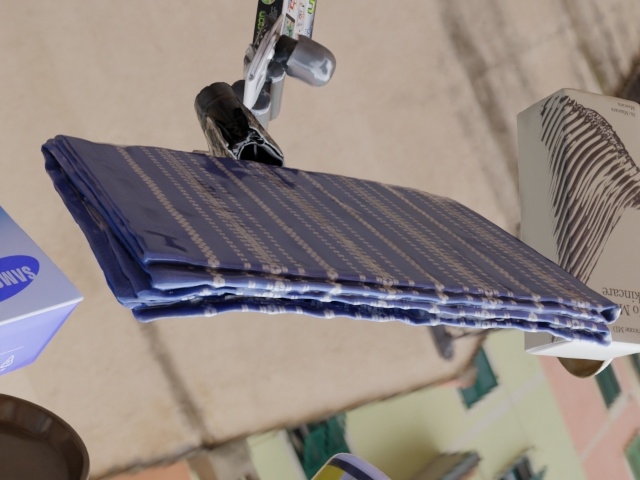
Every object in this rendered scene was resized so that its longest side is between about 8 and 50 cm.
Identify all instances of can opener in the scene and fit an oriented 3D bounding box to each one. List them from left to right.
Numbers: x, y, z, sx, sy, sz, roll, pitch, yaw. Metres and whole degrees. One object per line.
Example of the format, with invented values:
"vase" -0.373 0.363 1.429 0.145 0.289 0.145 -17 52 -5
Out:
"can opener" -0.044 -0.150 1.198 0.283 0.095 0.076 113 1 -79

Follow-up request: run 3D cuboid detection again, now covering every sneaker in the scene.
"sneaker" -0.061 -0.067 0.958 0.051 0.089 0.170 -32 146 -5

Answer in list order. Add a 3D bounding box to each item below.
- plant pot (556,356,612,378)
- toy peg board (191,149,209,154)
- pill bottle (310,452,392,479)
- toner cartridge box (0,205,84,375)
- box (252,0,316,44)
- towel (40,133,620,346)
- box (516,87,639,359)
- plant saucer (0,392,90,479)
"plant pot" 0.323 0.050 1.417 0.032 0.237 0.236 -2 -176 -11
"toy peg board" -0.144 -0.045 1.755 0.079 0.161 0.160 26 -167 26
"pill bottle" -0.006 0.273 0.955 0.184 0.103 0.103 -46 -164 -22
"toner cartridge box" -0.312 0.032 0.701 0.075 0.165 0.348 -49 169 21
"box" -0.037 -0.321 1.457 0.036 0.207 0.114 9 -176 19
"towel" 0.000 0.000 0.762 0.335 0.040 0.243 7 -161 -28
"box" 0.282 -0.016 1.245 0.113 0.275 0.094 6 164 -24
"plant saucer" -0.423 0.273 1.415 0.277 0.041 0.278 14 -158 -6
